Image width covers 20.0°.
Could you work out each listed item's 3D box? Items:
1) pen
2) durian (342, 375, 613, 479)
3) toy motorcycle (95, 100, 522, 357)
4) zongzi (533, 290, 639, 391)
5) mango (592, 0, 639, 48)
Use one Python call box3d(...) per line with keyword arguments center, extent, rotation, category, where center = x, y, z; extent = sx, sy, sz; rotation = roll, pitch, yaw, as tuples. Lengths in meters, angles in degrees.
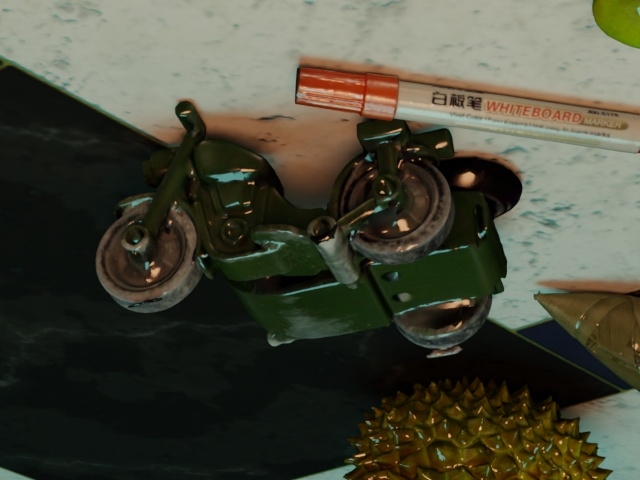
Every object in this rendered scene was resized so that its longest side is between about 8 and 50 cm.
box3d(center=(0.101, -0.081, 1.145), extent=(0.239, 0.028, 0.028), rotation=(8, 153, -6), category="pen")
box3d(center=(0.132, 0.209, 1.546), extent=(0.237, 0.177, 0.200), rotation=(13, 143, -26), category="durian")
box3d(center=(0.000, 0.000, 1.232), extent=(0.275, 0.127, 0.205), rotation=(-9, 151, 12), category="toy motorcycle")
box3d(center=(0.262, 0.090, 1.430), extent=(0.178, 0.081, 0.189), rotation=(20, 172, 19), category="zongzi")
box3d(center=(0.201, -0.138, 0.989), extent=(0.108, 0.056, 0.073), rotation=(-11, 155, 6), category="mango")
